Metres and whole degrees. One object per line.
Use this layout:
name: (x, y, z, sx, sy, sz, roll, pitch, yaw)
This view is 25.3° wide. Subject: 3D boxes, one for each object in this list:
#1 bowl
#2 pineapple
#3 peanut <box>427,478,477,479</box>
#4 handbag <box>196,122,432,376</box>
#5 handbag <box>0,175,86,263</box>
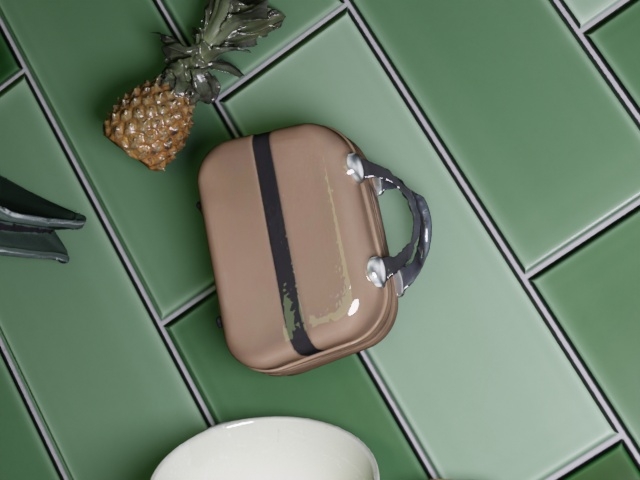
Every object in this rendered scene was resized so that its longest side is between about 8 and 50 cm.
bowl: (-0.061, 0.339, 1.694, 0.277, 0.277, 0.145, 4, 117, 22)
pineapple: (-0.168, -0.223, 1.899, 0.130, 0.119, 0.277, 38, 93, 42)
peanut: (0.148, 0.388, 1.662, 0.197, 0.110, 0.233, 19, 89, 23)
handbag: (0.000, 0.000, 1.774, 0.283, 0.149, 0.301, -15, 73, 16)
handbag: (-0.476, -0.053, 1.913, 0.260, 0.247, 0.079, 26, 96, 22)
